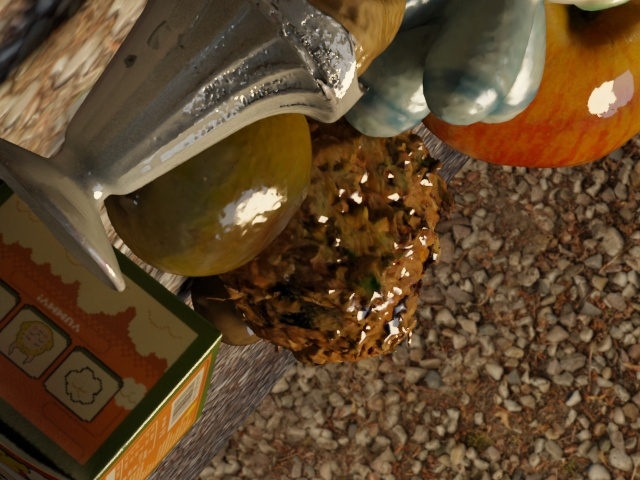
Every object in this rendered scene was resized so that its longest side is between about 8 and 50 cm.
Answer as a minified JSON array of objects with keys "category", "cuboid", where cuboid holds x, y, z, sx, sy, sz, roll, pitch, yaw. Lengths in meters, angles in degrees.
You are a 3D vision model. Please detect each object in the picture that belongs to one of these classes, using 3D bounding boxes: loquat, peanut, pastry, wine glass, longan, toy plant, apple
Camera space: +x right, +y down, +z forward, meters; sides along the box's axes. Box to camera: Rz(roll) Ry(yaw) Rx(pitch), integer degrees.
[{"category":"loquat","cuboid":[-0.077,-0.056,1.287,0.195,0.152,0.152,-30,159,-49]},{"category":"peanut","cuboid":[0.011,-0.182,1.366,0.226,0.095,0.108,-48,129,-65]},{"category":"pastry","cuboid":[0.019,-0.008,1.687,0.275,0.275,0.193,-51,-156,-6]},{"category":"wine glass","cuboid":[-0.091,-0.081,1.022,0.196,0.165,0.165,-46,172,-11]},{"category":"longan","cuboid":[-0.096,0.067,1.943,0.092,0.113,0.113,-51,174,30]},{"category":"toy plant","cuboid":[0.134,-0.223,1.567,0.332,0.247,0.247,-47,175,18]},{"category":"apple","cuboid":[0.241,-0.229,1.884,0.301,0.301,0.301,-50,173,-9]}]

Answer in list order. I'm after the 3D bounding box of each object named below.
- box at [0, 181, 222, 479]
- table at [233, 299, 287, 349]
[{"category":"box","cuboid":[-0.183,0.089,1.187,0.148,0.177,0.195,-50,173,-21]},{"category":"table","cuboid":[0.000,0.000,1.904,0.126,0.126,0.220,-60,-175,50]}]
